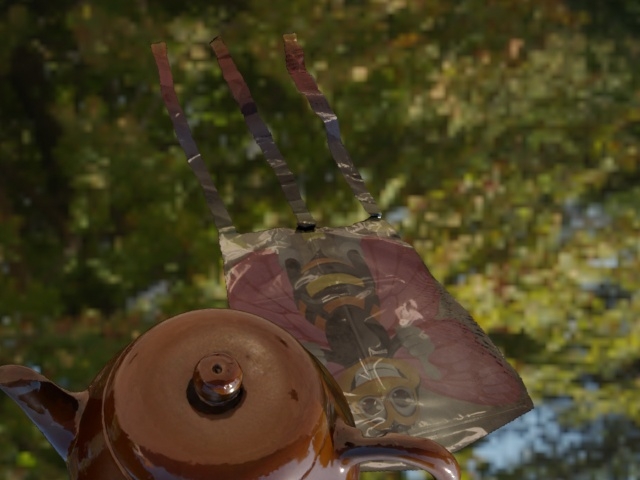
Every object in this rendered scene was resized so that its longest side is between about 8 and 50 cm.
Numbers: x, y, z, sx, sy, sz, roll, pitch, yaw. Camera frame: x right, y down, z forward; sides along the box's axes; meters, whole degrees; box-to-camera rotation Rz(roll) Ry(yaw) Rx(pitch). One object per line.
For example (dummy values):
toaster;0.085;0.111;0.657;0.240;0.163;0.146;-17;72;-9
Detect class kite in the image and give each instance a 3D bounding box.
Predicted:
kite;-0.001;0.002;1.243;0.204;0.360;0.022;-9;150;-25

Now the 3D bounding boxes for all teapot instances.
teapot;-0.034;0.073;0.667;0.173;0.116;0.116;10;-174;1
